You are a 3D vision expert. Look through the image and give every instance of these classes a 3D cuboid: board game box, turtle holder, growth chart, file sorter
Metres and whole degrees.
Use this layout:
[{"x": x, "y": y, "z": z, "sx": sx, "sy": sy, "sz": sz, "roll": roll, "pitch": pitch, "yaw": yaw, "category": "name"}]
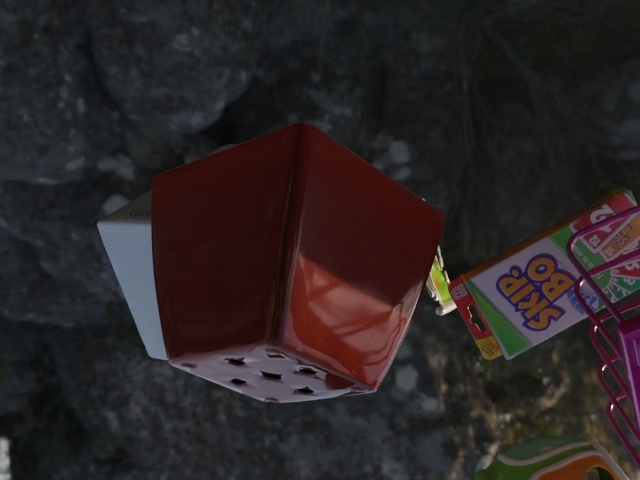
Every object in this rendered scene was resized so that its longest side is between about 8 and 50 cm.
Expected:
[{"x": 0.301, "y": 0.048, "z": 1.277, "sx": 0.259, "sy": 0.124, "sz": 0.039, "roll": -29, "pitch": -167, "yaw": 5, "category": "board game box"}, {"x": 0.382, "y": 0.435, "z": 1.604, "sx": 0.227, "sy": 0.243, "sz": 0.320, "roll": -39, "pitch": 143, "yaw": 0, "category": "turtle holder"}, {"x": 0.206, "y": 0.029, "z": 1.875, "sx": 0.021, "sy": 0.237, "sz": 0.172, "roll": -18, "pitch": -174, "yaw": 21, "category": "growth chart"}, {"x": 0.398, "y": 0.110, "z": 1.075, "sx": 0.202, "sy": 0.291, "sz": 0.182, "roll": -23, "pitch": -145, "yaw": 0, "category": "file sorter"}]

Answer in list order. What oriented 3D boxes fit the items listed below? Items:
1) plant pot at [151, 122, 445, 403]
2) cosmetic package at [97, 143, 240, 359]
[{"x": -0.040, "y": 0.053, "z": 1.184, "sx": 0.267, "sy": 0.236, "sz": 0.267, "roll": -14, "pitch": 148, "yaw": 40, "category": "plant pot"}, {"x": -0.161, "y": 0.025, "z": 2.030, "sx": 0.329, "sy": 0.327, "sz": 0.393, "roll": 4, "pitch": -150, "yaw": 40, "category": "cosmetic package"}]
